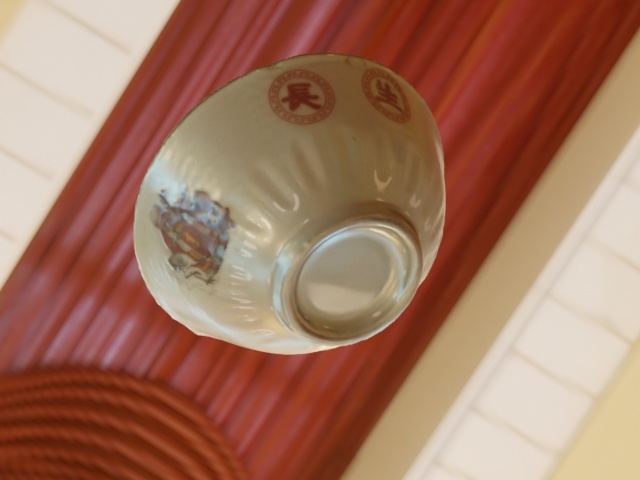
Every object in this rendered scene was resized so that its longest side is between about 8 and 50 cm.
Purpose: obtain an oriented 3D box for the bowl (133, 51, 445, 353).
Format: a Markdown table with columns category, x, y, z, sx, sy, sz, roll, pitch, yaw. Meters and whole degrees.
| category | x | y | z | sx | sy | sz | roll | pitch | yaw |
| --- | --- | --- | --- | --- | --- | --- | --- | --- | --- |
| bowl | 0.000 | 0.000 | 1.864 | 0.337 | 0.337 | 0.157 | 26 | -163 | -37 |
